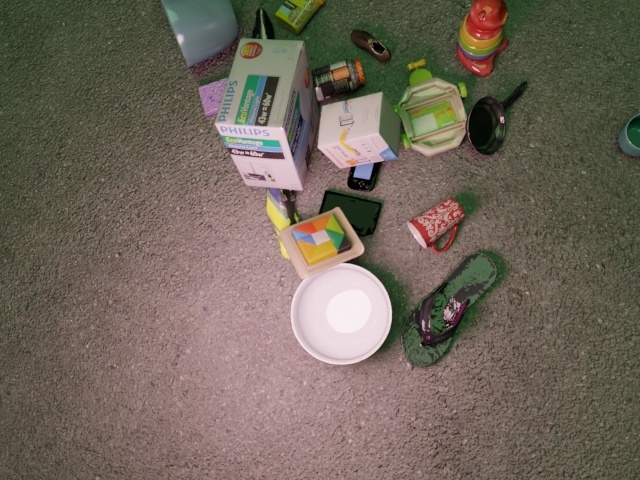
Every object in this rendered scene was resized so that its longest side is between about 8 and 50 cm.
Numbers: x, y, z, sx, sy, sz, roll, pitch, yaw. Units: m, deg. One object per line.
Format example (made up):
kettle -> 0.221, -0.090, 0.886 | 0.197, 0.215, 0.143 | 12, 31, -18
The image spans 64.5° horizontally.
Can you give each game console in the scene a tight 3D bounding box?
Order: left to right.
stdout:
game console -> 0.130, -0.202, 1.834 | 0.213, 0.044, 0.362 | 14, 84, 12

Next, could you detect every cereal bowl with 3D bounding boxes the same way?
cereal bowl -> 0.077, 0.248, 1.726 | 0.338, 0.141, 0.339 | -1, 82, 10

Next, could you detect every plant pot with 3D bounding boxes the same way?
plant pot -> -0.449, -0.838, 1.923 | 0.235, 0.293, 0.293 | -23, 78, -8

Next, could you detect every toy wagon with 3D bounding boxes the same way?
toy wagon -> 0.394, -0.479, 1.816 | 0.267, 0.068, 0.345 | -17, 78, 7

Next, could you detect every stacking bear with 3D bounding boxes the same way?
stacking bear -> 0.551, -0.713, 1.707 | 0.164, 0.289, 0.176 | 30, 88, 13

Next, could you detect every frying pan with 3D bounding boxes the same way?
frying pan -> 0.588, -0.449, 1.741 | 0.053, 0.197, 0.326 | 12, 77, 56

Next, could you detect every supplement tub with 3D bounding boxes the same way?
supplement tub -> 0.062, -0.595, 1.868 | 0.190, 0.117, 0.117 | -15, 79, 7

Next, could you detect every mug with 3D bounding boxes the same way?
mug -> 0.405, -0.054, 1.746 | 0.169, 0.150, 0.113 | -35, 41, -1
mug -> 1.058, -0.350, 1.658 | 0.158, 0.097, 0.129 | -46, 76, 0

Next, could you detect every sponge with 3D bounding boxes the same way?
sponge -> -0.365, -0.578, 1.987 | 0.209, 0.031, 0.117 | -18, 79, 8

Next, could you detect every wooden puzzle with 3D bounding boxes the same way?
wooden puzzle -> 0.000, 0.000, 1.723 | 0.238, 0.044, 0.221 | -24, 55, -8

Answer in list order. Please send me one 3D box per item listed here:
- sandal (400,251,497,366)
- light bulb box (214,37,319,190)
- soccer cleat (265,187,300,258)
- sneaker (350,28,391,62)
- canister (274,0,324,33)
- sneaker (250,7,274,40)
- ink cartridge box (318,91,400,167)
sandal -> 0.415, 0.221, 1.685 | 0.167, 0.107, 0.446 | 36, 89, 13
light bulb box -> -0.160, -0.417, 1.716 | 0.225, 0.361, 0.358 | 6, 66, 11
soccer cleat -> -0.141, -0.073, 1.856 | 0.121, 0.093, 0.290 | -13, 83, 39
sneaker -> 0.188, -0.741, 1.889 | 0.188, 0.071, 0.066 | 39, 90, 13
canister -> -0.081, -0.903, 1.963 | 0.126, 0.073, 0.170 | 38, 91, 14
sneaker -> -0.246, -0.757, 1.959 | 0.124, 0.107, 0.284 | -9, 80, 15
ink cartridge box -> 0.135, -0.373, 1.749 | 0.232, 0.171, 0.168 | -5, 67, 30
